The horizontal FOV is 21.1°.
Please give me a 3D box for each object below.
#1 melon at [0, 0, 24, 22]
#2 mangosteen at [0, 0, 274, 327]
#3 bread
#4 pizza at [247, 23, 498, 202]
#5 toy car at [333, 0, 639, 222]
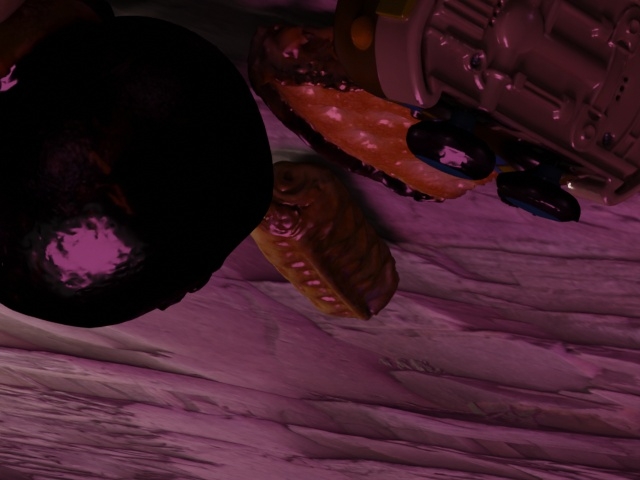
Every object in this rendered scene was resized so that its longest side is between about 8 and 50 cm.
[{"bbox_3d":[-0.250,-0.220,0.912,0.271,0.272,0.308,1,151,20],"label":"melon"},{"bbox_3d":[-0.189,-0.082,1.327,0.302,0.275,0.275,55,145,-10],"label":"mangosteen"},{"bbox_3d":[0.001,0.000,1.678,0.098,0.087,0.269,5,160,20],"label":"bread"},{"bbox_3d":[0.071,-0.118,1.337,0.251,0.074,0.287,18,158,-27],"label":"pizza"},{"bbox_3d":[0.112,-0.137,1.159,0.247,0.204,0.198,24,178,-35],"label":"toy car"}]
